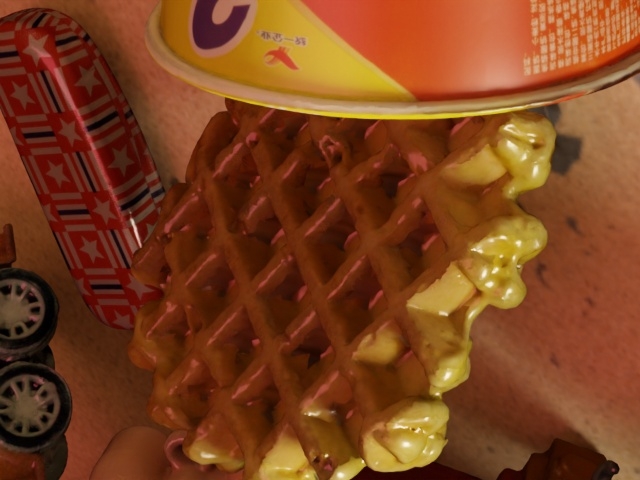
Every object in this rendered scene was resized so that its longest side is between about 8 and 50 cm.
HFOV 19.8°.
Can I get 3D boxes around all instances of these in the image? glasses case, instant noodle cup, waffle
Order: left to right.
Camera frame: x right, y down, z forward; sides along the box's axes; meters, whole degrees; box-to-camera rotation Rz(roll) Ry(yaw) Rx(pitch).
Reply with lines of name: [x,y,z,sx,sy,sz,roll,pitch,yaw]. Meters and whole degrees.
glasses case: [-0.125,-0.040,1.026,0.073,0.049,0.194,0,120,39]
waffle: [-0.001,0.000,0.869,0.253,0.056,0.249,23,94,51]
instant noodle cup: [0.033,-0.161,0.698,0.213,0.213,0.174,17,120,32]

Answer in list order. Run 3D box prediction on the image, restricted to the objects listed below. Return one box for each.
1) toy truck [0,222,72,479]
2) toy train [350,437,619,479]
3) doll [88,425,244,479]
toy truck: [-0.221,0.158,1.067,0.136,0.162,0.305,114,148,-67]
toy train: [0.046,0.243,0.942,0.232,0.163,0.369,23,119,4]
doll: [-0.053,0.227,1.081,0.154,0.119,0.278,6,117,14]
